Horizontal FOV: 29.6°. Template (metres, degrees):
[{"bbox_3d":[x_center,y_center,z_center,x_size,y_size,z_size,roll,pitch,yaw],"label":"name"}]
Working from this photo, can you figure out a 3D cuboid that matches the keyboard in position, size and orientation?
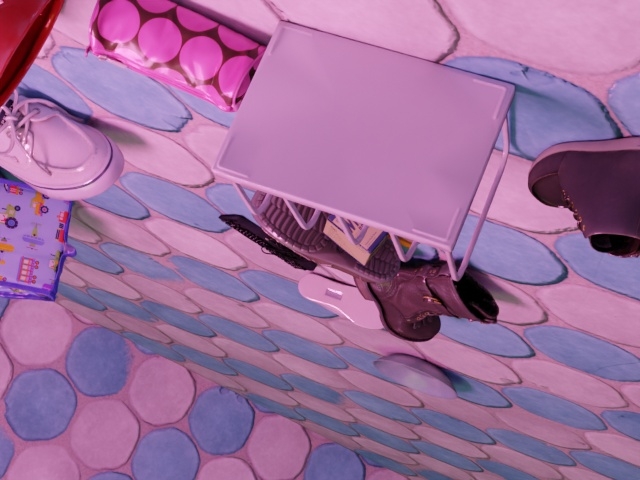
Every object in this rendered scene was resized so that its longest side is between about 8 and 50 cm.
[{"bbox_3d":[-0.094,0.014,2.162,0.192,0.038,0.100,32,161,-30],"label":"keyboard"}]

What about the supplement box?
[{"bbox_3d":[0.055,-0.017,1.797,0.083,0.056,0.083,39,165,6],"label":"supplement box"}]

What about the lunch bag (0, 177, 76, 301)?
[{"bbox_3d":[-0.632,-0.006,2.408,0.293,0.221,0.138,9,160,-6],"label":"lunch bag"}]

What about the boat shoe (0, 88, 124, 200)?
[{"bbox_3d":[-0.481,-0.183,1.950,0.367,0.136,0.156,24,163,34],"label":"boat shoe"}]

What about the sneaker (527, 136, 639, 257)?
[{"bbox_3d":[0.289,-0.041,1.328,0.083,0.118,0.222,30,162,-21],"label":"sneaker"}]

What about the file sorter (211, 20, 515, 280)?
[{"bbox_3d":[0.059,-0.092,1.363,0.278,0.193,0.173,18,165,18],"label":"file sorter"}]

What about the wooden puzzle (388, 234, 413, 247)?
[{"bbox_3d":[0.122,-0.018,1.814,0.078,0.014,0.116,21,164,-7],"label":"wooden puzzle"}]

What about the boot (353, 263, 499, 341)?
[{"bbox_3d":[0.192,0.107,1.968,0.229,0.091,0.263,9,156,42],"label":"boot"}]

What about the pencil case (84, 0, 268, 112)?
[{"bbox_3d":[-0.169,-0.223,1.426,0.209,0.098,0.095,22,163,2],"label":"pencil case"}]

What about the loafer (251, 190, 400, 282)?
[{"bbox_3d":[0.000,0.000,1.878,0.251,0.094,0.087,31,161,-7],"label":"loafer"}]

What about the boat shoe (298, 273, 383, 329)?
[{"bbox_3d":[0.046,0.116,2.250,0.184,0.066,0.063,17,176,14],"label":"boat shoe"}]

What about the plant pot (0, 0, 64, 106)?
[{"bbox_3d":[-0.431,-0.271,1.474,0.174,0.191,0.191,29,163,-8],"label":"plant pot"}]

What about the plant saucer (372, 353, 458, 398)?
[{"bbox_3d":[0.207,0.282,2.579,0.195,0.037,0.195,21,163,7],"label":"plant saucer"}]

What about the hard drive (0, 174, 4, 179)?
[{"bbox_3d":[-0.751,-0.159,2.487,0.172,0.054,0.254,20,163,12],"label":"hard drive"}]
